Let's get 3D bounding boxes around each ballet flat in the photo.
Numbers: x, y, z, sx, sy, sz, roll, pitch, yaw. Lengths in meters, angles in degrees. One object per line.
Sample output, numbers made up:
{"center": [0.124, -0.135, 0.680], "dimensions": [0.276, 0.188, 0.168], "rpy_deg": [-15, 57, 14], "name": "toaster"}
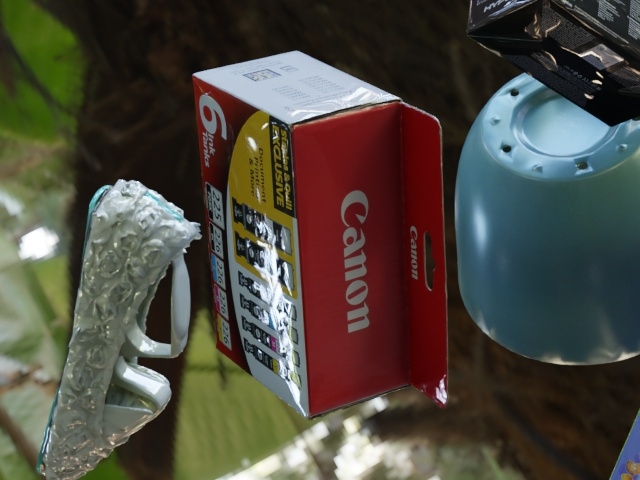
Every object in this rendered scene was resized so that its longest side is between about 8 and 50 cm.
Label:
{"center": [-0.221, 0.126, 1.944], "dimensions": [0.147, 0.147, 0.409], "rpy_deg": [-12, -49, -37], "name": "ballet flat"}

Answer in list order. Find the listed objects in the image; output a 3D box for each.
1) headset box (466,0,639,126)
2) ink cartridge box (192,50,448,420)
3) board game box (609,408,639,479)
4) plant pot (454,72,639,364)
{"center": [0.269, -0.296, 1.753], "dimensions": [0.218, 0.293, 0.110], "rpy_deg": [27, -31, -33], "name": "headset box"}
{"center": [0.000, 0.000, 1.718], "dimensions": [0.130, 0.272, 0.309], "rpy_deg": [-16, -65, -27], "name": "ink cartridge box"}
{"center": [0.416, 0.126, 1.755], "dimensions": [0.233, 0.078, 0.347], "rpy_deg": [11, -77, -61], "name": "board game box"}
{"center": [0.277, -0.050, 1.904], "dimensions": [0.293, 0.293, 0.235], "rpy_deg": [-27, -43, -9], "name": "plant pot"}
